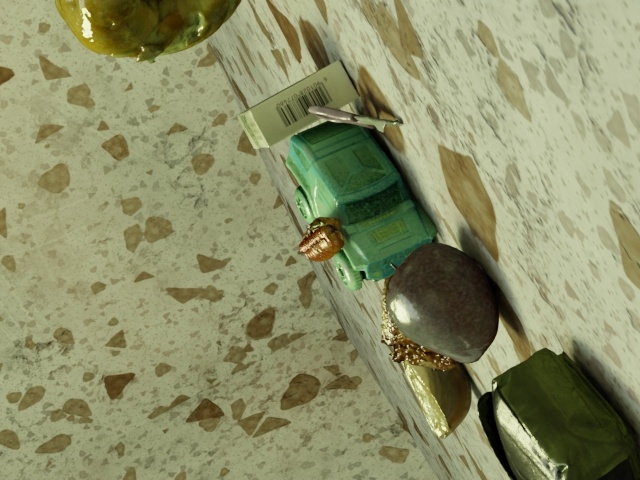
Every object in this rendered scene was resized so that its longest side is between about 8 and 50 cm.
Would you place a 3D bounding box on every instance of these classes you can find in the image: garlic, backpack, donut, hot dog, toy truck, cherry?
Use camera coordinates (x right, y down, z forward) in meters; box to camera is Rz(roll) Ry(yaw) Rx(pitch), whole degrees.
[{"bbox_3d":[0.226,0.266,2.157,0.087,0.101,0.196,-39,70,53],"label":"garlic"},{"bbox_3d":[0.286,0.262,1.339,0.207,0.140,0.253,58,175,47],"label":"backpack"},{"bbox_3d":[-0.254,-0.435,1.797,0.170,0.360,0.360,52,172,23],"label":"donut"},{"bbox_3d":[-0.002,0.001,1.737,0.062,0.038,0.144,70,161,4],"label":"hot dog"},{"bbox_3d":[0.059,-0.061,1.795,0.279,0.155,0.156,58,166,35],"label":"toy truck"},{"bbox_3d":[0.169,0.083,1.572,0.176,0.140,0.176,37,175,4],"label":"cherry"},{"bbox_3d":[0.169,0.131,1.999,0.187,0.144,0.126,-75,-27,-51],"label":"donut"}]

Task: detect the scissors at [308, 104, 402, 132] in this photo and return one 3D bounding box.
[{"bbox_3d":[0.063,-0.172,1.662,0.212,0.110,0.021,24,102,63],"label":"scissors"}]

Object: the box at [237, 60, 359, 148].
[{"bbox_3d":[-0.042,-0.216,1.872,0.069,0.164,0.256,61,175,-8],"label":"box"}]
